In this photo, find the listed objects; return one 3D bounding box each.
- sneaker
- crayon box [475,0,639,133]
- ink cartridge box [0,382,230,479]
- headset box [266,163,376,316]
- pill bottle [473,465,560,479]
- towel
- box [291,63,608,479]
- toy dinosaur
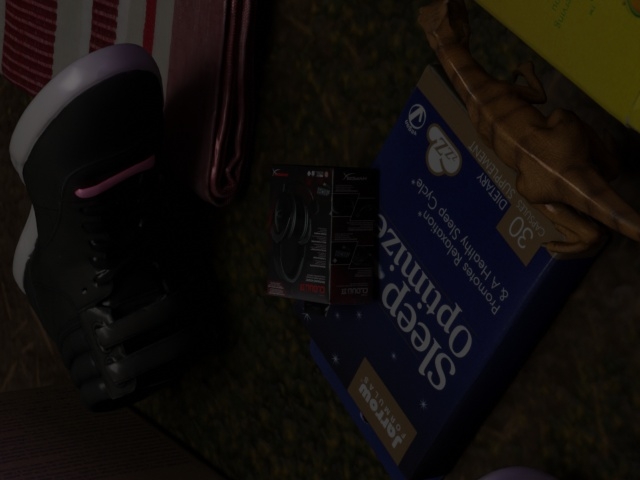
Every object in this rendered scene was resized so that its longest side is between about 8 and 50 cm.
[{"bbox_3d":[-0.119,0.004,1.096,0.147,0.104,0.295,56,154,20],"label":"sneaker"},{"bbox_3d":[0.134,-0.190,0.804,0.318,0.081,0.202,48,129,38],"label":"crayon box"},{"bbox_3d":[-0.201,0.177,1.143,0.193,0.235,0.088,30,117,47],"label":"ink cartridge box"},{"bbox_3d":[0.000,0.000,0.975,0.062,0.032,0.083,7,96,54],"label":"headset box"},{"bbox_3d":[0.063,0.187,0.923,0.169,0.094,0.094,-36,66,47],"label":"pill bottle"},{"bbox_3d":[-0.139,-0.185,1.186,0.329,0.037,0.237,30,119,48],"label":"towel"},{"bbox_3d":[0.056,0.033,0.964,0.136,0.036,0.225,55,134,32],"label":"box"},{"bbox_3d":[0.111,-0.031,0.803,0.064,0.112,0.211,-48,56,5],"label":"toy dinosaur"}]
